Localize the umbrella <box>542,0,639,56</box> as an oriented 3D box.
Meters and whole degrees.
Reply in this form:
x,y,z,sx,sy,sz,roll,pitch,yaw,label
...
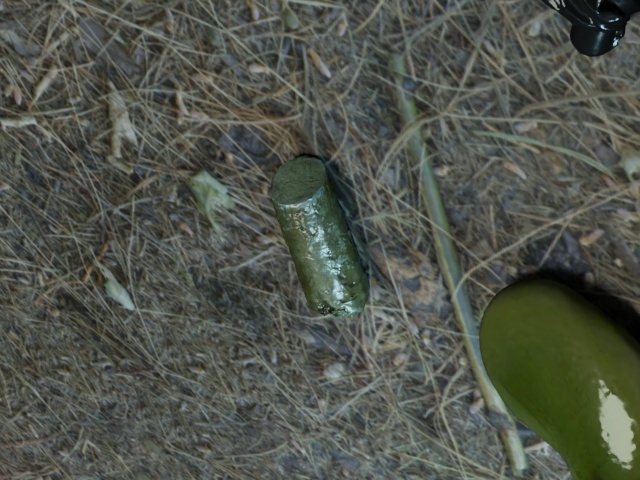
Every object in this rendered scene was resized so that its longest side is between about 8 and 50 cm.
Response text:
x,y,z,sx,sy,sz,roll,pitch,yaw,label
0.255,-0.252,1.631,0.122,0.110,0.272,4,140,-5,umbrella

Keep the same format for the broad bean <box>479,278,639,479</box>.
x,y,z,sx,sy,sz,roll,pitch,yaw,label
0.267,0.153,2.017,0.263,0.121,0.189,43,141,4,broad bean

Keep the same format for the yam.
x,y,z,sx,sy,sz,roll,pitch,yaw,label
0.000,0.000,2.154,0.078,0.078,0.179,10,132,38,yam
